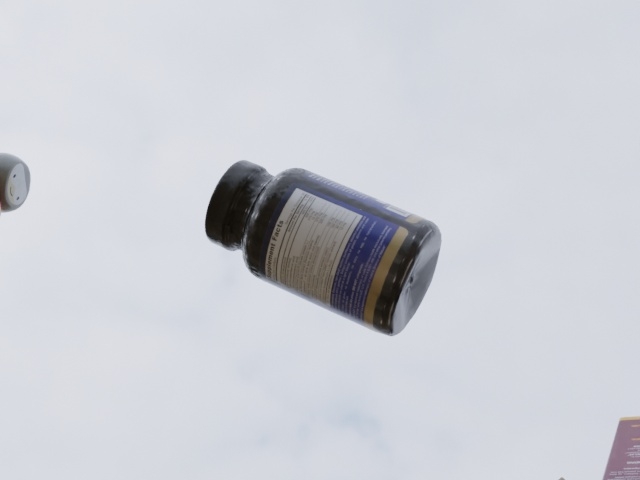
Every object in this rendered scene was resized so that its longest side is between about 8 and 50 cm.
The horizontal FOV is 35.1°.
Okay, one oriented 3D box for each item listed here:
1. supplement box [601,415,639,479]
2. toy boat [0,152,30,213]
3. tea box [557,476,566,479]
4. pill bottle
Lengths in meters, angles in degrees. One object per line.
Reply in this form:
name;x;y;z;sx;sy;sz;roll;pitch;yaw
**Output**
supplement box;0.332;0.264;1.002;0.080;0.188;0.104;-9;-72;28
toy boat;-0.445;0.022;1.166;0.267;0.148;0.318;44;-53;-13
tea box;0.390;0.634;1.657;0.323;0.329;0.220;40;-43;24
pill bottle;0.000;0.000;1.014;0.219;0.123;0.123;24;-54;18
